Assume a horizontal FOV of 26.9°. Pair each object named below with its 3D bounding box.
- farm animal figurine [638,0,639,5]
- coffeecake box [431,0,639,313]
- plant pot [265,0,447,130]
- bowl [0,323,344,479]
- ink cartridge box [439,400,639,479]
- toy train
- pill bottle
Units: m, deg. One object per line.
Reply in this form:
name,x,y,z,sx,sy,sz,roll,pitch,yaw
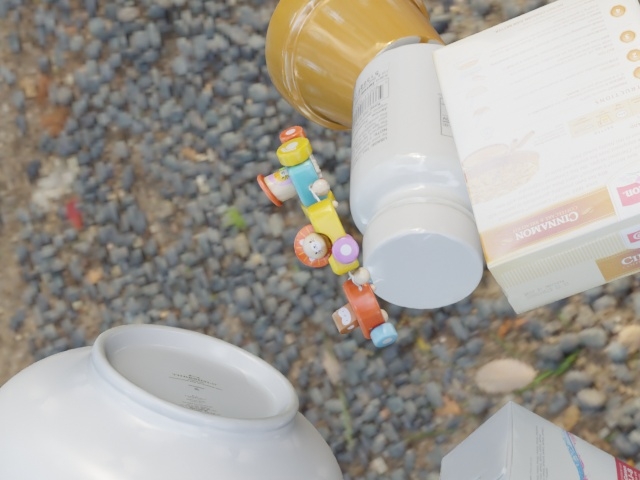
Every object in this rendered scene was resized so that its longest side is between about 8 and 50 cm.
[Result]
farm animal figurine,0.239,-0.279,1.179,0.330,0.327,0.172,17,114,-1
coffeecake box,0.165,-0.065,0.877,0.142,0.068,0.185,-20,53,15
plant pot,0.063,-0.210,1.586,0.188,0.205,0.205,-134,48,-55
bowl,-0.101,0.145,0.901,0.298,0.298,0.134,27,107,31
ink cartridge box,0.222,0.274,1.356,0.176,0.127,0.128,30,128,-16
toy train,0.000,0.000,0.987,0.046,0.125,0.166,-25,67,0
pill bottle,0.092,-0.057,1.205,0.131,0.131,0.229,-42,31,38
